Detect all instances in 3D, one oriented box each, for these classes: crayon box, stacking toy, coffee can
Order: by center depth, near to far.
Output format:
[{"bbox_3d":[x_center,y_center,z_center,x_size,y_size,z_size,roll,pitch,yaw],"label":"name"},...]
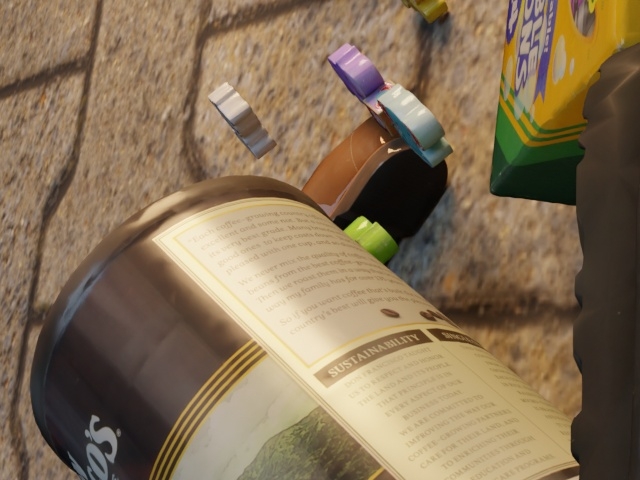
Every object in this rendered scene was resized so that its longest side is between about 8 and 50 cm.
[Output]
[{"bbox_3d":[0.152,-0.145,0.627,0.323,0.083,0.203,113,164,-79],"label":"crayon box"},{"bbox_3d":[0.008,0.118,0.683,0.275,0.202,0.201,40,111,40],"label":"coffee can"},{"bbox_3d":[0.042,-0.090,0.856,0.167,0.052,0.221,-40,41,-4],"label":"stacking toy"}]

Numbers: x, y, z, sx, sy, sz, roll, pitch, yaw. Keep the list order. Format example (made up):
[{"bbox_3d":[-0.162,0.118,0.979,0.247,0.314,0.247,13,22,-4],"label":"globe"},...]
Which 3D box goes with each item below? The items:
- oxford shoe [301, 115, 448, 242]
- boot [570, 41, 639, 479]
[{"bbox_3d":[0.000,0.000,0.933,0.212,0.076,0.076,-47,39,17],"label":"oxford shoe"},{"bbox_3d":[0.182,0.050,0.283,0.260,0.131,0.347,-24,61,47],"label":"boot"}]
